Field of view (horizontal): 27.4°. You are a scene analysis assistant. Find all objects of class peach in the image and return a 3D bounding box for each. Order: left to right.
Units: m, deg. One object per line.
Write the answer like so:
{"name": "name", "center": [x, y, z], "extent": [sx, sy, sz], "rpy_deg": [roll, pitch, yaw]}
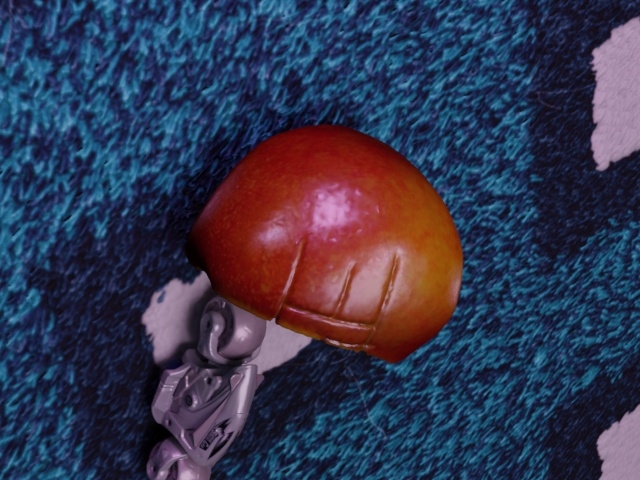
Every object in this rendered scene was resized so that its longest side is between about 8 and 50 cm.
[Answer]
{"name": "peach", "center": [0.000, 0.000, 1.342], "extent": [0.274, 0.248, 0.245], "rpy_deg": [13, 72, -30]}

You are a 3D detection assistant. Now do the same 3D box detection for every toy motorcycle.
{"name": "toy motorcycle", "center": [-0.118, 0.177, 1.421], "extent": [0.112, 0.112, 0.254], "rpy_deg": [6, 112, -42]}
